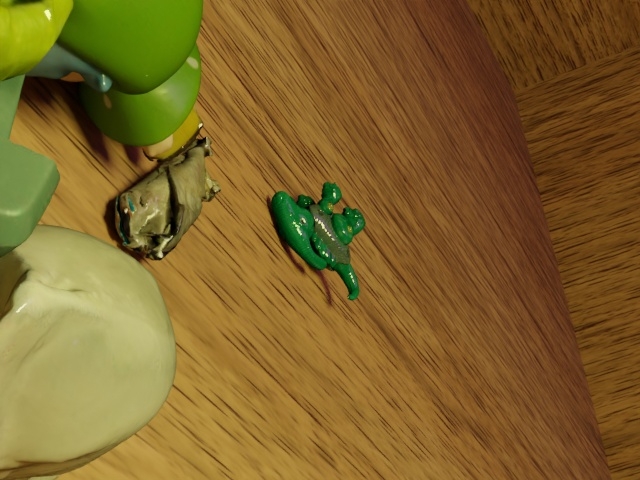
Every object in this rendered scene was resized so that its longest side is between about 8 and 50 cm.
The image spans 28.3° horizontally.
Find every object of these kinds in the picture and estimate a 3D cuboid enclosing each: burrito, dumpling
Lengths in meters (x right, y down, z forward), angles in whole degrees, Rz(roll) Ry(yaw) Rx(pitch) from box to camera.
[{"bbox_3d":[-0.107,-0.032,0.924,0.171,0.042,0.051,-68,139,-69],"label":"burrito"},{"bbox_3d":[-0.136,0.069,0.612,0.229,0.124,0.151,-30,137,-80],"label":"dumpling"}]

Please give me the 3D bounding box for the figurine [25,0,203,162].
[{"bbox_3d":[-0.138,-0.147,0.813,0.263,0.143,0.162,62,12,-64],"label":"figurine"}]

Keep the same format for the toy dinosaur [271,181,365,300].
[{"bbox_3d":[0.000,0.000,1.206,0.132,0.059,0.096,56,28,-14],"label":"toy dinosaur"}]

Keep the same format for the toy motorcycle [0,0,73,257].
[{"bbox_3d":[-0.246,-0.073,0.349,0.326,0.191,0.200,35,39,-37],"label":"toy motorcycle"}]
